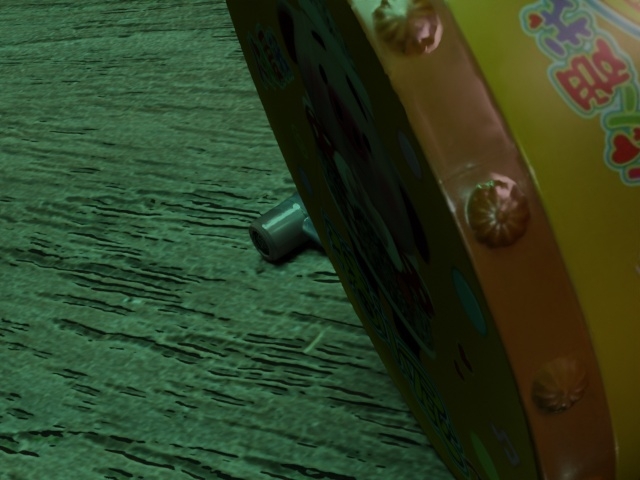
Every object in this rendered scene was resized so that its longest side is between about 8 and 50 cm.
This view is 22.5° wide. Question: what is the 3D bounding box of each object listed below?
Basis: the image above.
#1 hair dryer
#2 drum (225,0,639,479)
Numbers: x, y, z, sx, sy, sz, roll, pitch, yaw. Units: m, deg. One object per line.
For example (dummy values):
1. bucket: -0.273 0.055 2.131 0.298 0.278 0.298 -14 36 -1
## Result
1. hair dryer: 0.000 0.000 1.232 0.063 0.037 0.114 -33 37 -21
2. drum: 0.110 -0.067 0.862 0.214 0.431 0.431 -25 27 -8
